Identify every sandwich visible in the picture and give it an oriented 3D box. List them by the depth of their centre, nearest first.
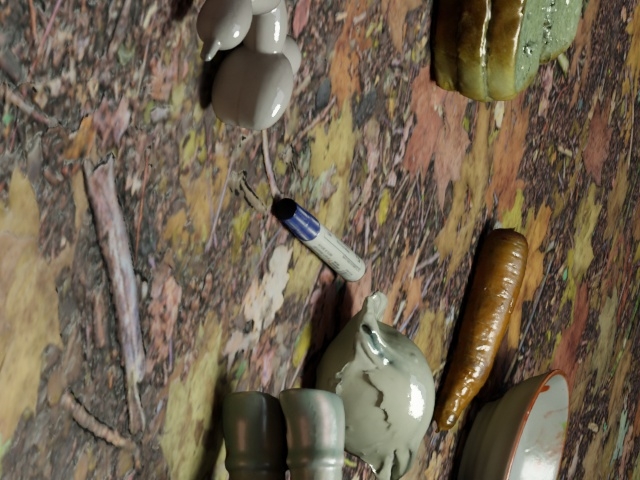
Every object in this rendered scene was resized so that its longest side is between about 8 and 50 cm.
[{"bbox_3d":[0.195,-0.273,1.921,0.273,0.095,0.249,-44,145,-59],"label":"sandwich"}]

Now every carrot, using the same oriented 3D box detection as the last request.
[{"bbox_3d":[0.176,0.100,2.166,0.059,0.059,0.248,47,60,-67],"label":"carrot"}]

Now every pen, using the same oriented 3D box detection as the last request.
[{"bbox_3d":[0.000,0.000,1.650,0.204,0.025,0.025,42,63,-67],"label":"pen"}]

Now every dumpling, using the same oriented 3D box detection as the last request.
[{"bbox_3d":[0.046,0.130,1.758,0.127,0.108,0.188,-101,-179,-72],"label":"dumpling"}]

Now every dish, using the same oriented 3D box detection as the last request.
[{"bbox_3d":[0.218,0.270,2.341,0.260,0.085,0.260,14,90,-69],"label":"dish"}]

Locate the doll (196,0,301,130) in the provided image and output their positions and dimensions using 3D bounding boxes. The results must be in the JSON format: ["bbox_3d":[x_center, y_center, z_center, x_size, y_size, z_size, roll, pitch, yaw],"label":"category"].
[{"bbox_3d":[-0.045,-0.157,1.370,0.161,0.059,0.160,-17,118,-69],"label":"doll"}]

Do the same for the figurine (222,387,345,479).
[{"bbox_3d":[-0.017,0.308,1.489,0.205,0.224,0.382,47,57,-64],"label":"figurine"}]
